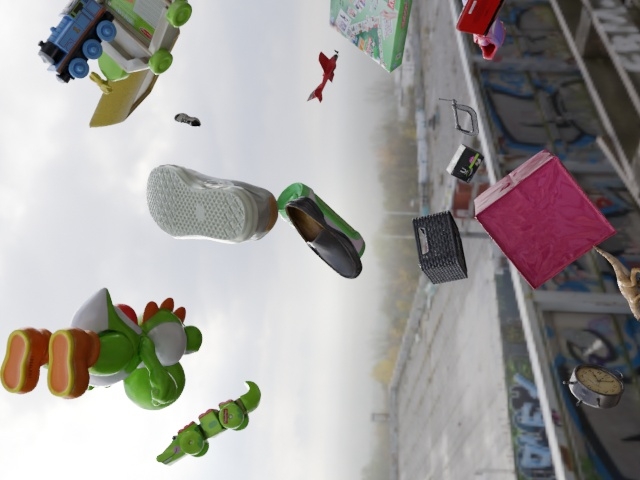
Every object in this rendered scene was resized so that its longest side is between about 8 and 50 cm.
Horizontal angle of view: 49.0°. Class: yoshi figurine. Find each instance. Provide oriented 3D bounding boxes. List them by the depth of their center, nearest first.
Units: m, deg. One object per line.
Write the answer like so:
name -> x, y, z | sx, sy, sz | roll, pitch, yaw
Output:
yoshi figurine -> -0.326, 0.216, 1.161 | 0.203, 0.203, 0.362 | 52, -161, 20

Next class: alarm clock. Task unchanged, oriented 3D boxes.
alarm clock -> 0.735, 0.379, 1.847 | 0.129, 0.192, 0.064 | 36, 132, 42

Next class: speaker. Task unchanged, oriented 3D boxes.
speaker -> 0.004, -0.044, 2.087 | 0.296, 0.131, 0.131 | 41, -146, -32

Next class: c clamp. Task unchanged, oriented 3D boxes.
c clamp -> 0.497, -0.435, 2.482 | 0.022, 0.137, 0.160 | -52, -42, -26

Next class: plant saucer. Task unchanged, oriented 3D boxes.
plant saucer -> -0.519, -0.495, 2.032 | 0.332, 0.081, 0.333 | -53, 12, 32

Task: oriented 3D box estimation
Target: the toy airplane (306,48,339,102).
toy airplane -> 0.011, -0.412, 1.772 | 0.151, 0.028, 0.151 | -53, -20, -28

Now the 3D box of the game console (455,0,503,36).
game console -> 0.404, -0.582, 1.709 | 0.144, 0.124, 0.085 | 111, 163, -49

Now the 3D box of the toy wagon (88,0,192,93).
toy wagon -> -0.411, -0.471, 1.500 | 0.068, 0.267, 0.344 | -30, -22, -51

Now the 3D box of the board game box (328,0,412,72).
board game box -> 0.110, -0.552, 1.566 | 0.046, 0.213, 0.317 | -39, -21, -21

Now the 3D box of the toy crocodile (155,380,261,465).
toy crocodile -> -0.308, 0.518, 1.965 | 0.105, 0.341, 0.115 | 55, 174, 19

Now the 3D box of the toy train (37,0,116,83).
toy train -> -0.500, -0.412, 1.437 | 0.080, 0.105, 0.184 | 21, 75, 52

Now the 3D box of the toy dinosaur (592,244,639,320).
toy dinosaur -> 0.713, 0.091, 1.629 | 0.112, 0.064, 0.211 | -35, 75, 49

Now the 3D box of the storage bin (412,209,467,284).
storage bin -> 0.269, 0.018, 1.567 | 0.180, 0.084, 0.122 | 42, -141, -66

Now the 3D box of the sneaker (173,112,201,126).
sneaker -> -0.394, -0.358, 2.093 | 0.037, 0.083, 0.032 | 49, 127, 50

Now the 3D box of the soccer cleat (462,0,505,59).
soccer cleat -> 0.432, -0.575, 1.865 | 0.248, 0.083, 0.095 | 28, -101, -59

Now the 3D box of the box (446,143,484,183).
box -> 0.389, -0.207, 1.889 | 0.083, 0.062, 0.052 | -63, 13, 18

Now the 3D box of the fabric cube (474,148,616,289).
fabric cube -> 0.586, -0.067, 1.875 | 0.254, 0.259, 0.258 | 52, -164, -1

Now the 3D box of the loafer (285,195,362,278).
loafer -> 0.000, 0.000, 1.162 | 0.062, 0.170, 0.061 | -49, -13, 21

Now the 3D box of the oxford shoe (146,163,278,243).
oxford shoe -> -0.258, -0.081, 1.606 | 0.449, 0.130, 0.169 | 14, 105, 45
